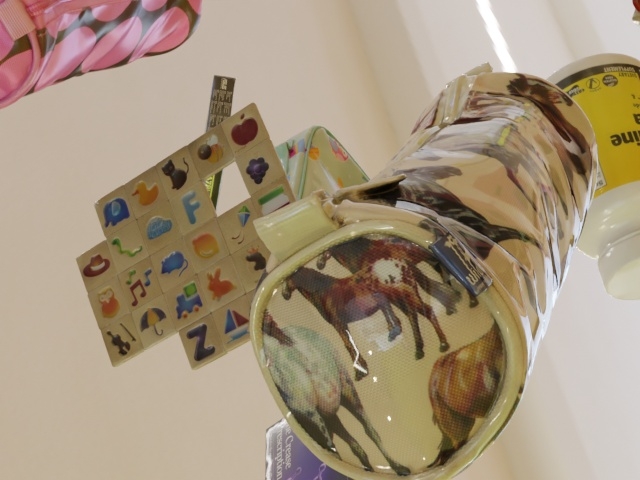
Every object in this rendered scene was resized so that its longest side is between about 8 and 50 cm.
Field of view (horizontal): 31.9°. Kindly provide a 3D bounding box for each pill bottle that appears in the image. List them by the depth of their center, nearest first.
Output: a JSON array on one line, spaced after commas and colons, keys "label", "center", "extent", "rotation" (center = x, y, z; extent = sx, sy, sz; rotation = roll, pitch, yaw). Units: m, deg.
[{"label": "pill bottle", "center": [0.436, -0.091, 1.627], "extent": [0.188, 0.188, 0.333], "rotation": [25, -135, -46]}]

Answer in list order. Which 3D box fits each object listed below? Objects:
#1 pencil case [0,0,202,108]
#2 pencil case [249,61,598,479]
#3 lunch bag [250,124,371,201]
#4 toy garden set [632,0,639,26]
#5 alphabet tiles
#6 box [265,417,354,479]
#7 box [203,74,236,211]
[{"label": "pencil case", "center": [-0.155, -0.144, 0.704], "extent": [0.209, 0.098, 0.095], "rotation": [-42, -59, -57]}, {"label": "pencil case", "center": [0.094, -0.008, 0.791], "extent": [0.410, 0.160, 0.183], "rotation": [-47, -59, -61]}, {"label": "lunch bag", "center": [0.000, 0.000, 1.374], "extent": [0.224, 0.108, 0.279], "rotation": [45, -150, -27]}, {"label": "toy garden set", "center": [0.290, -0.138, 0.730], "extent": [0.244, 0.204, 0.049], "rotation": [22, -94, -21]}, {"label": "alphabet tiles", "center": [-0.120, 0.014, 1.036], "extent": [0.009, 0.237, 0.198], "rotation": [15, -131, -63]}, {"label": "box", "center": [0.017, 0.344, 1.569], "extent": [0.103, 0.184, 0.261], "rotation": [40, -152, -30]}, {"label": "box", "center": [-0.179, -0.150, 1.883], "extent": [0.045, 0.184, 0.190], "rotation": [10, -139, -8]}]
